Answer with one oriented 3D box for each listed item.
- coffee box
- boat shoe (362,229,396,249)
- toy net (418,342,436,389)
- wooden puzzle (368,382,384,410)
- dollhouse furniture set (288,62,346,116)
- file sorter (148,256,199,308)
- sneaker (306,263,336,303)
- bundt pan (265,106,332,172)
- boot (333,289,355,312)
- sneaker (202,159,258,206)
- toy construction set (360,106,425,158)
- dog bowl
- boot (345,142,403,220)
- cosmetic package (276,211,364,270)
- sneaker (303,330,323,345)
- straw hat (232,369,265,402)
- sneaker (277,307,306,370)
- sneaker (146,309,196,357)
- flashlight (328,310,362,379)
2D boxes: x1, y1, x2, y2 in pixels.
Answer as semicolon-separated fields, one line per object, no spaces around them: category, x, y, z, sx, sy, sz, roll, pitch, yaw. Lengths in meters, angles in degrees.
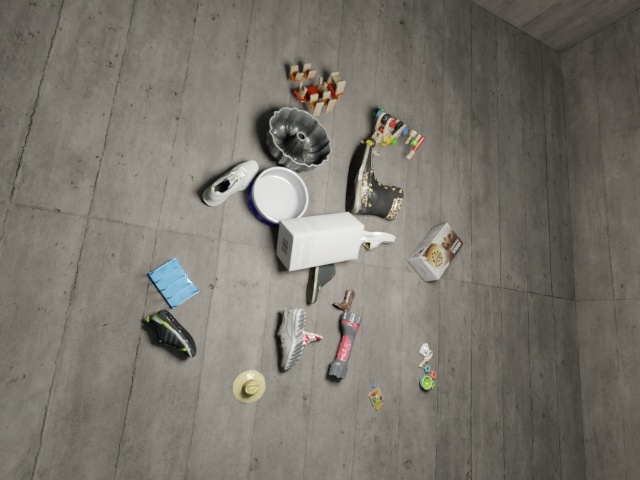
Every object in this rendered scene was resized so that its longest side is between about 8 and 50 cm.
coffee box;0.640;0.063;2.222;0.168;0.119;0.297;49;64;-10
boat shoe;0.256;0.002;2.055;0.278;0.098;0.096;6;78;-17
toy net;0.576;0.665;2.121;0.122;0.045;0.231;13;75;-24
wooden puzzle;0.275;0.765;1.966;0.079;0.014;0.116;-32;95;-28
dollhouse furniture set;-0.008;-0.754;2.028;0.259;0.135;0.261;-23;71;-26
file sorter;-0.575;0.165;1.588;0.118;0.104;0.170;-36;97;-28
sneaker;0.009;0.197;1.895;0.118;0.083;0.221;16;73;-24
bundt pan;-0.115;-0.461;1.906;0.331;0.124;0.330;14;60;-26
boot;0.118;0.283;1.961;0.106;0.037;0.114;32;70;-31
sneaker;-0.376;-0.259;1.755;0.111;0.129;0.297;48;62;-10
toy construction set;0.368;-0.537;2.164;0.309;0.257;0.237;33;111;-1
dog bowl;-0.195;-0.198;1.850;0.265;0.104;0.264;5;79;-26
boot;0.293;-0.294;2.099;0.285;0.138;0.376;13;79;-23
cosmetic package;0.000;0.000;1.842;0.366;0.155;0.196;-8;125;-30
sneaker;-0.047;0.458;1.840;0.119;0.042;0.066;17;69;-16
straw hat;-0.289;0.616;1.677;0.145;0.061;0.144;5;78;-26
sneaker;-0.139;0.432;1.780;0.105;0.116;0.280;13;87;-63
sneaker;-0.585;0.377;1.575;0.097;0.084;0.234;-37;98;-3
flashlight;0.111;0.489;1.886;0.103;0.103;0.303;18;72;4
